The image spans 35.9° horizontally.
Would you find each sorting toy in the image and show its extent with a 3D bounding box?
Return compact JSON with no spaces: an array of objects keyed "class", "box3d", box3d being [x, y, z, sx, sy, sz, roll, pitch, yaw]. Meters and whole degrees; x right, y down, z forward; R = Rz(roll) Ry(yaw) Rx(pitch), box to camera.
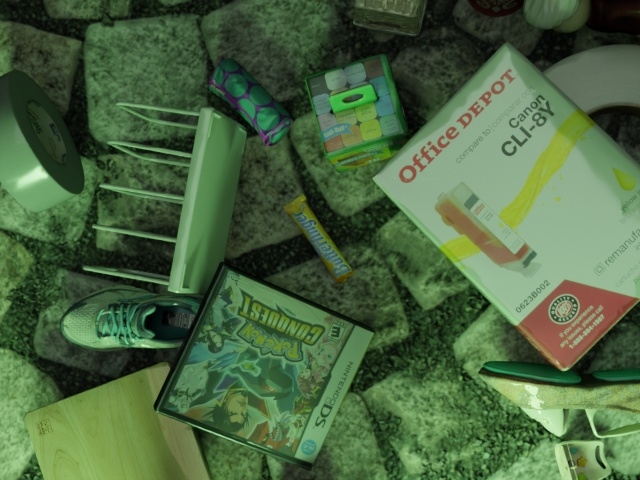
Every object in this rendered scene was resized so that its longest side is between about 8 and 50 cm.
[{"class":"sorting toy","box3d":[0.407,0.342,1.521,0.075,0.045,0.083,-15,85,0]},{"class":"sorting toy","box3d":[-0.307,0.354,1.592,0.255,0.089,0.257,-21,84,6]}]

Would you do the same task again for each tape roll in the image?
[{"class":"tape roll","box3d":[-0.464,-0.157,1.572,0.072,0.219,0.219,-26,84,6]},{"class":"tape roll","box3d":[0.456,-0.103,1.518,0.391,0.072,0.392,0,87,7]}]

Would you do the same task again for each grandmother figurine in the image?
[{"class":"grandmother figurine","box3d":[0.466,-0.327,1.444,0.342,0.208,0.104,6,89,-6]}]

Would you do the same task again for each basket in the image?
[{"class":"basket","box3d":[0.118,-0.421,1.562,0.113,0.103,0.167,12,88,7]}]

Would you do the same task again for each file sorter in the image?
[{"class":"file sorter","box3d":[-0.243,-0.069,1.554,0.173,0.193,0.278,10,89,11]}]

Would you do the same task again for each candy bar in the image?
[{"class":"candy bar","box3d":[0.000,0.000,1.602,0.040,0.018,0.161,-35,83,5]}]

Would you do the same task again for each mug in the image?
[{"class":"mug","box3d":[0.293,-0.417,1.504,0.150,0.169,0.113,9,88,9]}]

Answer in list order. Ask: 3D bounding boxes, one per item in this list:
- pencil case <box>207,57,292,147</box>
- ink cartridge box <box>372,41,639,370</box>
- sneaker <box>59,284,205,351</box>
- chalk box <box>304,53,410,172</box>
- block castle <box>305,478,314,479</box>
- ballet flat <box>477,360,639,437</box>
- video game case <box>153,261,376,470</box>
[{"class":"pencil case","box3d":[-0.115,-0.223,1.602,0.151,0.064,0.070,44,53,7]},{"class":"ink cartridge box","box3d":[0.302,-0.047,1.420,0.279,0.160,0.385,-45,82,5]},{"class":"sneaker","box3d":[-0.290,0.123,1.583,0.282,0.122,0.110,-3,86,7]},{"class":"chalk box","box3d":[0.060,-0.194,1.504,0.132,0.213,0.132,-15,85,7]},{"class":"block castle","box3d":[-0.124,0.512,1.383,0.303,0.453,0.213,-34,91,6]},{"class":"ballet flat","box3d":[0.397,0.245,1.496,0.315,0.107,0.106,2,95,9]},{"class":"video game case","box3d":[-0.083,0.199,1.539,0.274,0.035,0.248,25,91,-18]}]
